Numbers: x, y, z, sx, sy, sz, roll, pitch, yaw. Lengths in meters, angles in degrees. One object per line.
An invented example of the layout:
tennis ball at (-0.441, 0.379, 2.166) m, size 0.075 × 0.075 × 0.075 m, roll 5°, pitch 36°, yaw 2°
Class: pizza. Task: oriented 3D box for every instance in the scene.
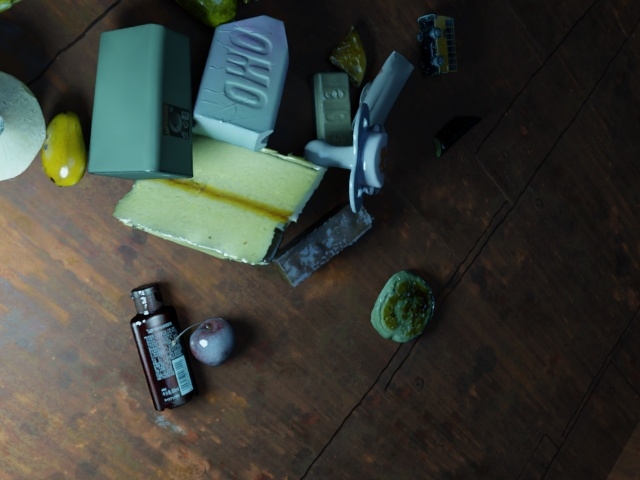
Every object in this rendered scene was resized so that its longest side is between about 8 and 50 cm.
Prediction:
pizza at (0.079, -0.538, 1.953) m, size 0.130 × 0.041 × 0.178 m, roll -24°, pitch 105°, yaw -28°

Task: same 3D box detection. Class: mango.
mango at (-0.610, -0.215, 1.564) m, size 0.090 × 0.115 × 0.178 m, roll -3°, pitch 81°, yaw -58°

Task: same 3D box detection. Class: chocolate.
chocolate at (0.000, 0.000, 1.914) m, size 0.321 × 0.112 × 0.112 m, roll -38°, pitch 108°, yaw -20°

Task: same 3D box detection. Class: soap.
soap at (-0.199, -0.421, 1.714) m, size 0.208 × 0.115 × 0.347 m, roll 16°, pitch 69°, yaw -14°

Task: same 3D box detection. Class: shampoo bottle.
shampoo bottle at (-0.417, 0.274, 1.724) m, size 0.129 × 0.084 × 0.323 m, roll -21°, pitch 102°, yaw -29°

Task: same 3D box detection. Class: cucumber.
cucumber at (0.445, -0.362, 2.166) m, size 0.220 × 0.046 × 0.070 m, roll -42°, pitch 104°, yaw -19°

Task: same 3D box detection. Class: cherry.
cherry at (-0.307, 0.290, 1.758) m, size 0.115 × 0.148 × 0.188 m, roll 40°, pitch 46°, yaw 9°

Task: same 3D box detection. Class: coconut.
coconut at (-0.719, -0.245, 1.428) m, size 0.239 × 0.244 × 0.239 m, roll -2°, pitch 94°, yaw -28°

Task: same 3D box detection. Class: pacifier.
pacifier at (0.067, -0.231, 1.832) m, size 0.233 × 0.244 × 0.300 m, roll 6°, pitch 96°, yaw 7°

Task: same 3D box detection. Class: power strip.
power strip at (0.032, -0.370, 1.925) m, size 0.105 × 0.070 × 0.257 m, roll -8°, pitch 97°, yaw -28°

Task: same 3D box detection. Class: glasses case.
glasses case at (0.168, -0.418, 1.970) m, size 0.308 × 0.083 × 0.128 m, roll -62°, pitch 145°, yaw -10°

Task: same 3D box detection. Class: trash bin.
trash bin at (-0.427, -0.323, 1.580) m, size 0.158 × 0.222 × 0.344 m, roll -1°, pitch 94°, yaw -61°

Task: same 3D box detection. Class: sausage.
sausage at (-0.342, -0.664, 1.668) m, size 0.347 × 0.123 × 0.123 m, roll 37°, pitch 76°, yaw -26°

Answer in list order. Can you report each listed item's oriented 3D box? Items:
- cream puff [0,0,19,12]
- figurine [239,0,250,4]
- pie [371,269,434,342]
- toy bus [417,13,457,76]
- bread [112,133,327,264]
cream puff at (-0.762, -0.662, 1.359) m, size 0.378 × 0.275 × 0.379 m, roll -4°, pitch 98°, yaw -30°
figurine at (-0.219, -0.739, 1.702) m, size 0.127 × 0.185 × 0.234 m, roll -7°, pitch 95°, yaw -9°
pie at (0.264, 0.210, 2.104) m, size 0.240 × 0.054 × 0.241 m, roll -3°, pitch 97°, yaw -30°
toy bus at (0.371, -0.615, 2.077) m, size 0.103 × 0.091 × 0.182 m, roll -13°, pitch 102°, yaw -29°
bread at (-0.256, -0.125, 1.709) m, size 0.404 × 0.242 × 0.346 m, roll 28°, pitch 78°, yaw -31°
